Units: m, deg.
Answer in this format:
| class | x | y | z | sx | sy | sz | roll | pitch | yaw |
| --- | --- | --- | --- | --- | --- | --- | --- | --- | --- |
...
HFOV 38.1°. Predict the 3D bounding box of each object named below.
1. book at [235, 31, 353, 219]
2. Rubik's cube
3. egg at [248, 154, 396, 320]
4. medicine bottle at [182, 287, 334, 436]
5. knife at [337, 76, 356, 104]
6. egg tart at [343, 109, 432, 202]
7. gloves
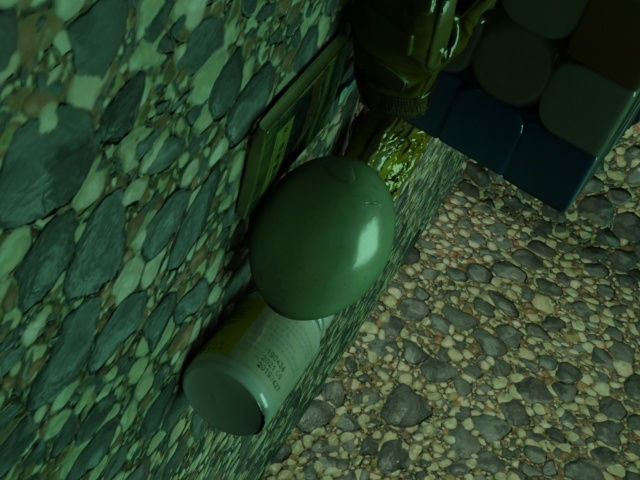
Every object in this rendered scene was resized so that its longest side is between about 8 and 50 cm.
| class | x | y | z | sx | sy | sz | roll | pitch | yaw |
| --- | --- | --- | --- | --- | --- | --- | --- | --- | --- |
| book | -0.033 | -0.147 | 1.176 | 0.228 | 0.024 | 0.160 | -54 | 169 | -41 |
| Rubik's cube | 0.347 | -0.315 | 1.389 | 0.346 | 0.344 | 0.347 | -42 | 158 | -47 |
| egg | 0.000 | 0.000 | 1.249 | 0.186 | 0.186 | 0.253 | -46 | 164 | -58 |
| medicine bottle | -0.081 | 0.156 | 1.374 | 0.258 | 0.143 | 0.143 | -50 | 164 | -46 |
| knife | 0.044 | -0.232 | 1.373 | 0.096 | 0.010 | 0.027 | -55 | 167 | -47 |
| egg tart | 0.102 | -0.155 | 1.603 | 0.291 | 0.107 | 0.291 | -54 | 167 | -18 |
| gloves | 0.119 | -0.281 | 1.182 | 0.141 | 0.154 | 0.331 | -27 | 159 | -21 |
